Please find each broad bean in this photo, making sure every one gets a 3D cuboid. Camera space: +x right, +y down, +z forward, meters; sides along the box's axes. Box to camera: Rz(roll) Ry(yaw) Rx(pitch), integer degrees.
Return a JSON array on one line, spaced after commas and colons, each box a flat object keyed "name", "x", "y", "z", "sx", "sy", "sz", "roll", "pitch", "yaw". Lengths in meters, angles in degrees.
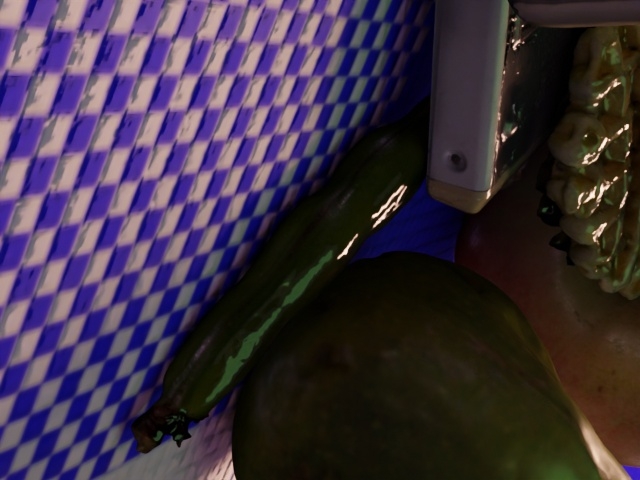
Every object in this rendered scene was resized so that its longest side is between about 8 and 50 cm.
[{"name": "broad bean", "x": 0.000, "y": -0.001, "z": 0.661, "sx": 0.297, "sy": 0.043, "sz": 0.060, "roll": -47, "pitch": 164, "yaw": -33}]

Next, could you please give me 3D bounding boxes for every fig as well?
[{"name": "fig", "x": 0.091, "y": 0.131, "z": 0.727, "sx": 0.206, "sy": 0.275, "sz": 0.206, "roll": -49, "pitch": 159, "yaw": -27}]

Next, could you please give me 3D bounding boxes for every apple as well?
[{"name": "apple", "x": 0.265, "y": 0.030, "z": 0.998, "sx": 0.319, "sy": 0.319, "sz": 0.277, "roll": -57, "pitch": 165, "yaw": -10}]

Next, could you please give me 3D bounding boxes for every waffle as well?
[{"name": "waffle", "x": 0.203, "y": -0.076, "z": 0.787, "sx": 0.214, "sy": 0.054, "sz": 0.208, "roll": 33, "pitch": 79, "yaw": -55}]

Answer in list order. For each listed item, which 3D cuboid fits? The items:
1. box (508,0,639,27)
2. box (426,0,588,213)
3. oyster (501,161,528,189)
[{"name": "box", "x": 0.184, "y": -0.227, "z": 0.595, "sx": 0.274, "sy": 0.138, "sz": 0.178, "roll": -43, "pitch": 127, "yaw": -48}, {"name": "box", "x": 0.144, "y": -0.160, "z": 0.736, "sx": 0.270, "sy": 0.045, "sz": 0.211, "roll": -40, "pitch": 140, "yaw": -49}, {"name": "oyster", "x": 0.141, "y": -0.077, "z": 0.886, "sx": 0.083, "sy": 0.081, "sz": 0.038, "roll": -88, "pitch": 160, "yaw": -44}]
